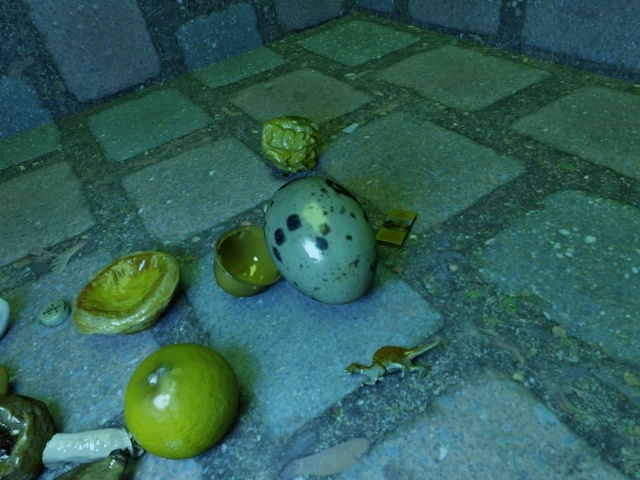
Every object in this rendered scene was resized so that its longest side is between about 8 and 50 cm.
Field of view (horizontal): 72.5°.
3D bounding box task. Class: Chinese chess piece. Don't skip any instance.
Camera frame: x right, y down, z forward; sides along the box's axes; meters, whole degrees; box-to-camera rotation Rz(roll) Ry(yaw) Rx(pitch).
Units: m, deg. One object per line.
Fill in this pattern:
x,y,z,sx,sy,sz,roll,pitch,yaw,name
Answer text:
-0.796,0.217,1.306,0.084,0.034,0.084,-7,42,6,Chinese chess piece

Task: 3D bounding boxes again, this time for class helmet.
-0.219,0.081,1.255,0.205,0.140,0.257,36,30,1,helmet

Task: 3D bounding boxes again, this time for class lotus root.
-0.468,0.509,0.851,0.138,0.138,0.214,29,55,36,lotus root

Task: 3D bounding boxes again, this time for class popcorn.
-0.110,-0.369,1.684,0.249,0.225,0.249,0,26,0,popcorn

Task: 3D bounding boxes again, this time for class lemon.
-0.304,0.332,0.940,0.240,0.219,0.240,-7,46,7,lemon

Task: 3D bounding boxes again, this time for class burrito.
-0.499,0.452,0.954,0.225,0.087,0.060,-5,37,2,burrito

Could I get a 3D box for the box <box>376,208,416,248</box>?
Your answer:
0.239,-0.040,1.377,0.086,0.023,0.155,11,46,27,box

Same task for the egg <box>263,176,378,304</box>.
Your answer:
0.000,0.000,1.184,0.287,0.288,0.379,-19,67,-9,egg

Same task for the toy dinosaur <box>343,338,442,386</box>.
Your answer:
0.174,0.284,1.028,0.212,0.057,0.142,-25,23,-32,toy dinosaur

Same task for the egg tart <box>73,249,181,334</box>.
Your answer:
-0.535,0.162,1.244,0.318,0.128,0.319,-7,40,6,egg tart

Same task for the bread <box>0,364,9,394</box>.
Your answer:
-0.841,0.408,1.057,0.147,0.098,0.217,-12,47,-12,bread

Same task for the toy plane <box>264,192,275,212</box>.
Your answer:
-0.064,-0.114,1.425,0.244,0.118,0.245,-16,-1,0,toy plane

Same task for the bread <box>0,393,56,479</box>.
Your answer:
-0.693,0.433,0.928,0.230,0.123,0.230,21,40,-19,bread

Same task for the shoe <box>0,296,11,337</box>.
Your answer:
-0.963,0.287,1.139,0.210,0.132,0.342,-13,33,51,shoe
